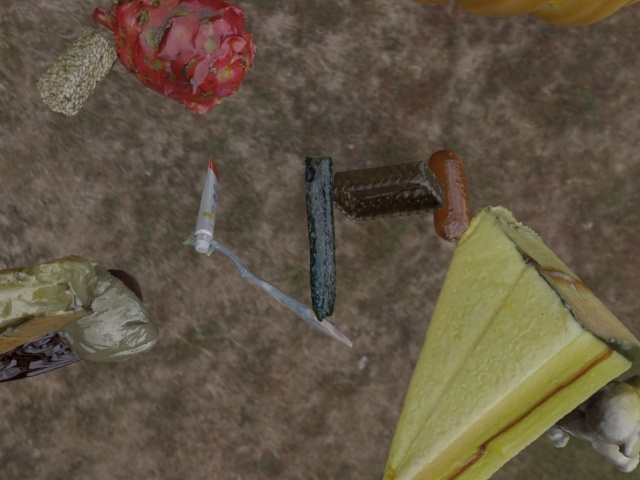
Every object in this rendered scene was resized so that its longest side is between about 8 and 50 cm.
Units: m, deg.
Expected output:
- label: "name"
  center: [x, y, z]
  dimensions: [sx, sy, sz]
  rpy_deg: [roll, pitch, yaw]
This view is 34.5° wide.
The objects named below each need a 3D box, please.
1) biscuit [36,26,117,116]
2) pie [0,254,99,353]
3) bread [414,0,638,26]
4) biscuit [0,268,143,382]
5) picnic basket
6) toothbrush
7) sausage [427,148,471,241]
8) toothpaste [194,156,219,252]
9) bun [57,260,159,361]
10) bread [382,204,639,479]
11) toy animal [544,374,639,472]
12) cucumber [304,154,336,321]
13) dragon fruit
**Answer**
- label: "biscuit"
  center: [-0.430, -0.300, 1.833]
  dimensions: [0.168, 0.070, 0.082]
  rpy_deg: [-59, 157, -26]
- label: "pie"
  center: [-0.368, 0.091, 1.008]
  dimensions: [0.339, 0.339, 0.083]
  rpy_deg: [-19, 90, -20]
- label: "bread"
  center: [0.096, -0.223, 0.706]
  dimensions: [0.311, 0.173, 0.121]
  rpy_deg: [8, 91, -19]
- label: "biscuit"
  center: [-0.534, 0.179, 1.992]
  dimensions: [0.407, 0.407, 0.091]
  rpy_deg: [-18, 75, -21]
- label: "picnic basket"
  center: [0.111, -0.084, 1.726]
  dimensions: [0.110, 0.193, 0.055]
  rpy_deg: [42, 50, -47]
- label: "toothbrush"
  center: [-0.088, 0.076, 1.703]
  dimensions: [0.037, 0.375, 0.028]
  rpy_deg: [-52, 151, -13]
- label: "sausage"
  center: [0.254, -0.089, 2.030]
  dimensions: [0.076, 0.076, 0.197]
  rpy_deg: [15, 57, -31]
- label: "toothpaste"
  center: [-0.188, -0.060, 1.739]
  dimensions: [0.031, 0.190, 0.048]
  rpy_deg: [-6, 141, 13]
- label: "bun"
  center: [-0.316, 0.112, 1.458]
  dimensions: [0.113, 0.173, 0.166]
  rpy_deg: [-41, 77, -20]
- label: "bread"
  center: [0.140, 0.116, 0.984]
  dimensions: [0.264, 0.163, 0.168]
  rpy_deg: [-42, 147, 14]
- label: "toy animal"
  center: [0.396, 0.246, 1.491]
  dimensions: [0.169, 0.233, 0.121]
  rpy_deg: [34, 75, -34]
- label: "cucumber"
  center: [0.001, 0.000, 1.546]
  dimensions: [0.043, 0.044, 0.256]
  rpy_deg: [-1, 101, 3]
- label: "dragon fruit"
  center: [-0.229, -0.322, 1.620]
  dimensions: [0.210, 0.268, 0.205]
  rpy_deg: [-61, 163, -15]
